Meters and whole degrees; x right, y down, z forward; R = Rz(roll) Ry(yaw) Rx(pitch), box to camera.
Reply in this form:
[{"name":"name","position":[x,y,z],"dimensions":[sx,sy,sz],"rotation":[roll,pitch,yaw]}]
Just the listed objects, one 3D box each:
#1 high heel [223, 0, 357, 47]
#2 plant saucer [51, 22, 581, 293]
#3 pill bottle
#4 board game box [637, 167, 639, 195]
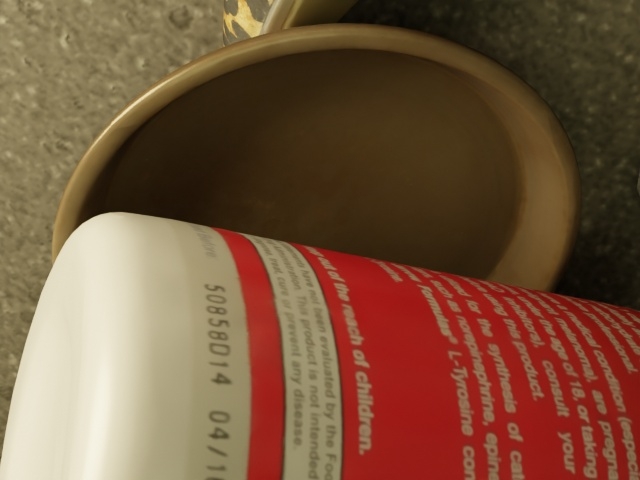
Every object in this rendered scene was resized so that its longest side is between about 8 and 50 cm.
[{"name":"high heel","position":[-0.032,-0.210,0.464],"dimensions":[0.186,0.093,0.261],"rotation":[45,134,11]},{"name":"plant saucer","position":[0.000,0.000,0.540],"dimensions":[0.278,0.041,0.278],"rotation":[-6,133,-7]},{"name":"pill bottle","position":[0.065,0.131,0.489],"dimensions":[0.408,0.229,0.229],"rotation":[11,121,-22]},{"name":"board game box","position":[0.443,-0.027,0.531],"dimensions":[0.390,0.050,0.390],"rotation":[40,114,-17]}]
